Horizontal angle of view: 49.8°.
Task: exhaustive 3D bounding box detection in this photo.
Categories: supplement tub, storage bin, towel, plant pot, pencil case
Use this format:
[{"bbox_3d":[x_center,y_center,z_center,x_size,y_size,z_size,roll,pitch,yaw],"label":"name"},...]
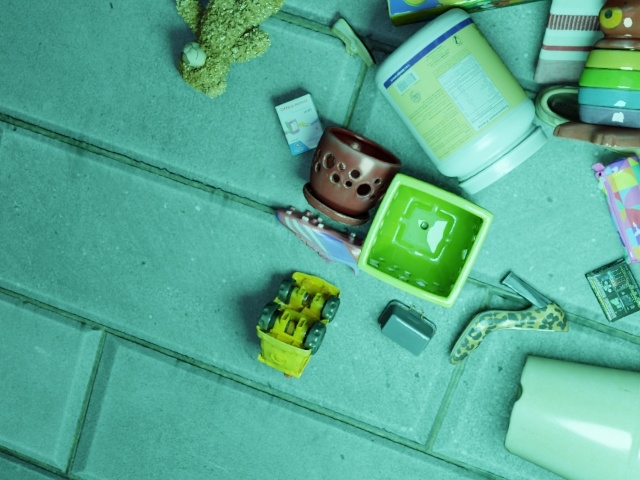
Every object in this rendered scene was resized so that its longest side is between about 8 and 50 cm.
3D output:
[{"bbox_3d":[0.296,-0.287,1.455,0.241,0.241,0.331,-37,92,13],"label":"supplement tub"},{"bbox_3d":[0.207,0.208,1.630,0.135,0.091,0.098,33,103,2],"label":"storage bin"},{"bbox_3d":[0.577,-0.459,1.378,0.237,0.037,0.329,1,136,2],"label":"towel"},{"bbox_3d":[0.231,-0.014,1.529,0.227,0.207,0.228,24,103,6],"label":"plant pot"},{"bbox_3d":[0.667,-0.066,1.486,0.104,0.104,0.236,-22,85,13],"label":"pencil case"},{"bbox_3d":[0.576,0.396,1.506,0.305,0.334,0.334,15,102,19],"label":"plant pot"},{"bbox_3d":[0.061,-0.142,1.552,0.191,0.191,0.174,30,111,4],"label":"plant pot"}]

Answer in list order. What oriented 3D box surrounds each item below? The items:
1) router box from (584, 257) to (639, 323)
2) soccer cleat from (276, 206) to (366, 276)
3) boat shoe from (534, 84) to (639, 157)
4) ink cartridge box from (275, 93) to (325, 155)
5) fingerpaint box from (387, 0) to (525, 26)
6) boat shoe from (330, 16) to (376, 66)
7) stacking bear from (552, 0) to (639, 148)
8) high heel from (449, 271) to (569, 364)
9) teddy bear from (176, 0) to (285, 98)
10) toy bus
[{"bbox_3d":[0.669,0.113,1.561,0.092,0.038,0.122,-27,94,12],"label":"router box"},{"bbox_3d":[0.000,0.000,1.639,0.248,0.083,0.095,23,107,3],"label":"soccer cleat"},{"bbox_3d":[0.629,-0.251,1.470,0.341,0.110,0.122,14,101,7],"label":"boat shoe"},{"bbox_3d":[-0.042,-0.271,1.613,0.088,0.052,0.122,-19,94,13],"label":"ink cartridge box"},{"bbox_3d":[0.298,-0.707,1.424,0.371,0.163,0.445,-6,98,10],"label":"fingerpaint box"},{"bbox_3d":[0.074,-0.443,1.569,0.045,0.050,0.135,-38,81,17],"label":"boat shoe"},{"bbox_3d":[0.576,-0.332,1.321,0.164,0.175,0.289,-2,106,-24],"label":"stacking bear"},{"bbox_3d":[0.434,0.226,1.589,0.186,0.093,0.261,39,95,8],"label":"high heel"},{"bbox_3d":[-0.217,-0.497,1.577,0.338,0.113,0.245,-35,90,13],"label":"teddy bear"},{"bbox_3d":[-0.055,0.219,1.648,0.149,0.220,0.211,21,135,12],"label":"toy bus"}]
